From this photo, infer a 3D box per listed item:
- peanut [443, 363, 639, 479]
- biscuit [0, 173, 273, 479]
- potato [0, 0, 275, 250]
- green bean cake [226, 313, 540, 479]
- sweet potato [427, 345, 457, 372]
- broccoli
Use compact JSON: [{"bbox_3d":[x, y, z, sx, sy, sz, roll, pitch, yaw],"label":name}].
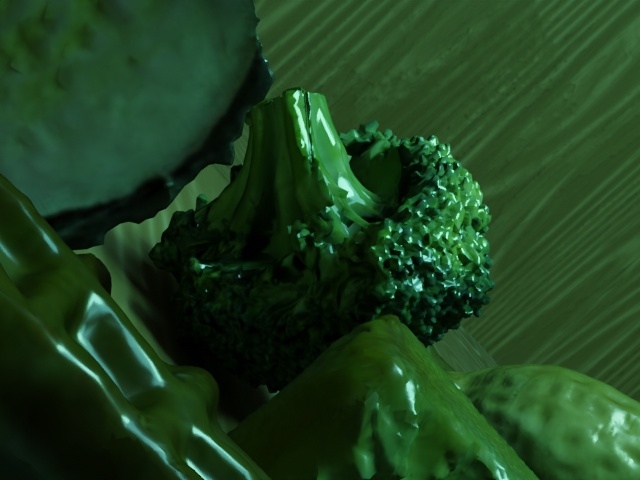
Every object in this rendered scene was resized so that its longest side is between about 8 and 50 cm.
[{"bbox_3d":[0.161,0.135,0.821,0.263,0.117,0.101,21,32,18],"label":"peanut"},{"bbox_3d":[-0.078,0.079,0.319,0.332,0.103,0.332,48,5,-6],"label":"biscuit"},{"bbox_3d":[-0.134,-0.111,0.611,0.229,0.229,0.266,46,4,-14],"label":"potato"},{"bbox_3d":[0.061,0.156,0.674,0.236,0.124,0.233,48,5,6],"label":"green bean cake"},{"bbox_3d":[0.113,0.167,0.956,0.423,0.130,0.130,50,7,32],"label":"sweet potato"},{"bbox_3d":[0.001,0.003,0.882,0.226,0.198,0.176,81,-15,-71],"label":"broccoli"}]
